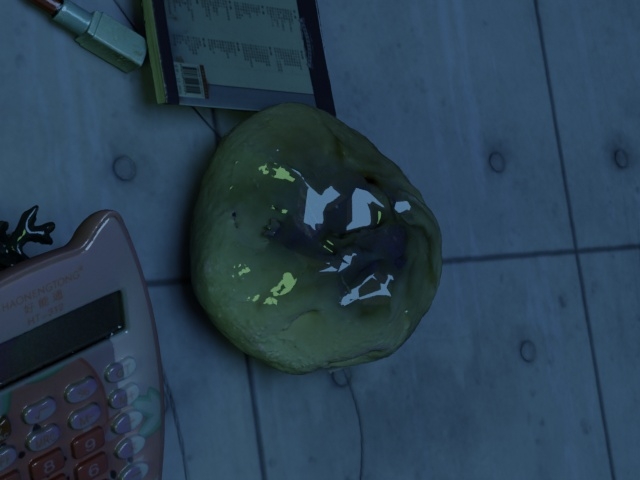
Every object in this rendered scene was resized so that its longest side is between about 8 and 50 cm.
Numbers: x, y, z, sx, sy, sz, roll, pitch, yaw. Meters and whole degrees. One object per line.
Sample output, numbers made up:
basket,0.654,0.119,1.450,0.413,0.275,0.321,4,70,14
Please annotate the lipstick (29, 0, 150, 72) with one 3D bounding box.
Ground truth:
lipstick,-0.223,-0.203,1.317,0.129,0.030,0.030,30,64,-30

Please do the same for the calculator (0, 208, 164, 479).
calculator,-0.224,0.146,1.167,0.220,0.048,0.330,-26,122,-40

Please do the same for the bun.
bun,0.004,-0.002,1.366,0.272,0.168,0.273,10,70,-29

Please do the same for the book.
book,-0.082,-0.203,1.414,0.231,0.026,0.158,0,78,-45

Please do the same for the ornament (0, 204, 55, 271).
ornament,-0.284,0.071,1.179,0.236,0.080,0.202,-14,89,-39
